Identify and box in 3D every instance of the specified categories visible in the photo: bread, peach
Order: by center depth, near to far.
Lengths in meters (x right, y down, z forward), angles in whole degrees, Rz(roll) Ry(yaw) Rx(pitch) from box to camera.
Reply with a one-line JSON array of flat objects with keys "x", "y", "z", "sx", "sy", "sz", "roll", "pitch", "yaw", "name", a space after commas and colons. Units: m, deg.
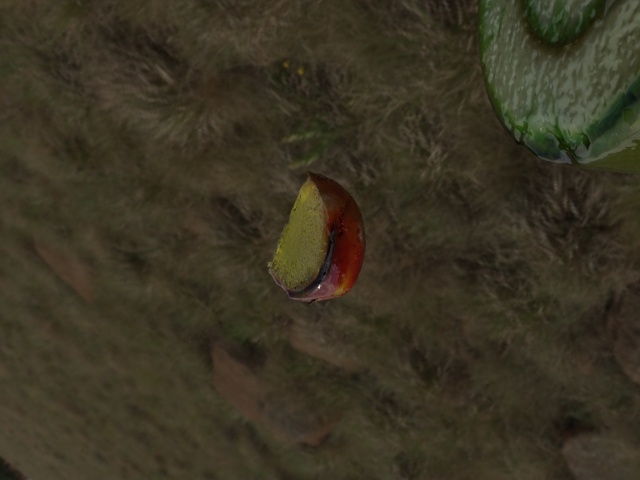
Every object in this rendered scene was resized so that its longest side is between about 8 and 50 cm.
[{"x": 0.280, "y": -0.248, "z": 0.754, "sx": 0.129, "sy": 0.381, "sz": 0.366, "roll": 3, "pitch": 134, "yaw": -18, "name": "bread"}, {"x": 0.004, "y": 0.001, "z": 1.091, "sx": 0.093, "sy": 0.172, "sz": 0.127, "roll": 11, "pitch": 176, "yaw": -40, "name": "peach"}]
